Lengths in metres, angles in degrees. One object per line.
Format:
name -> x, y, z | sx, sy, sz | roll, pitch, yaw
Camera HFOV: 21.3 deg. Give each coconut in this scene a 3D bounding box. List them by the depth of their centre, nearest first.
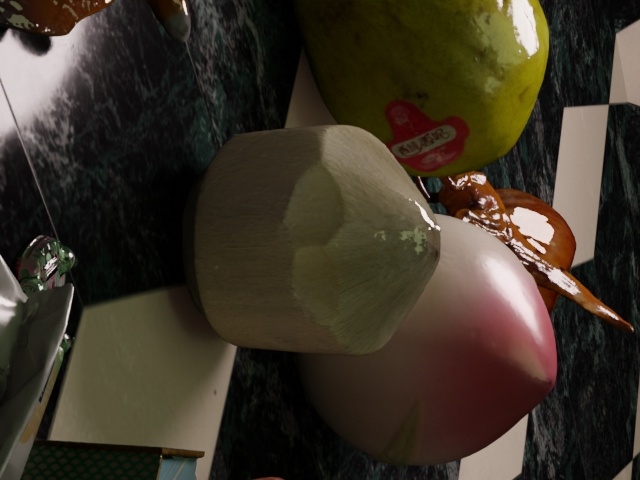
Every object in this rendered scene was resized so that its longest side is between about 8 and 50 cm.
coconut -> 0.000, 0.000, 1.717 | 0.237, 0.266, 0.237 | -15, 107, -60

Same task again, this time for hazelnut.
hazelnut -> 0.268, 0.032, 2.489 | 0.186, 0.210, 0.210 | 105, -10, -72

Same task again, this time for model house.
model house -> -0.176, 0.249, 1.372 | 0.271, 0.178, 0.206 | -54, 142, -53

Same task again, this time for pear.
pear -> 0.108, -0.247, 2.017 | 0.375, 0.287, 0.287 | 41, 44, -24

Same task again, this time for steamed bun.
steamed bun -> 0.143, 0.124, 1.945 | 0.309, 0.309, 0.309 | -3, 90, -67

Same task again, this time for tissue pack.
tissue pack -> -0.262, 0.129, 1.228 | 0.159, 0.145, 0.229 | 64, 32, -44

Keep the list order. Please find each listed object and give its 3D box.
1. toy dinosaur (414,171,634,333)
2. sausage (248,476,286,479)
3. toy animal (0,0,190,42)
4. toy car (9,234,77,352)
toy dinosaur -> 0.221, 0.010, 2.347 | 0.208, 0.097, 0.432 | -32, 83, -27
sausage -> -0.078, 0.314, 1.656 | 0.254, 0.148, 0.148 | -45, 128, -68
toy animal -> -0.204, -0.320, 1.515 | 0.302, 0.225, 0.284 | 35, 34, -77
toy car -> -0.239, 0.063, 1.408 | 0.069, 0.055, 0.142 | -58, 159, -58
